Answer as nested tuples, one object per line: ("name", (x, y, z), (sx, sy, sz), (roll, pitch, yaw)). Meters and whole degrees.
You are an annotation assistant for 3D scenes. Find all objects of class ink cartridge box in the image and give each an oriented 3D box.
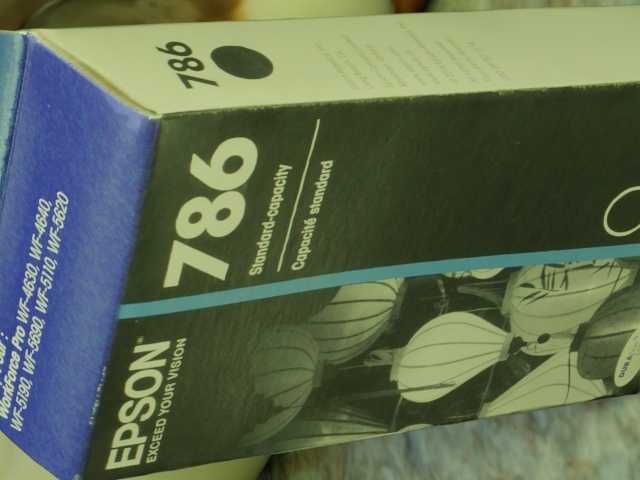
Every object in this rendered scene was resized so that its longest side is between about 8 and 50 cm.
("ink cartridge box", (0.000, 0.000, 0.685), (0.065, 0.332, 0.165), (54, 140, 43))

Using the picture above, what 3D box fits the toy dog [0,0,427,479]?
("toy dog", (-0.114, -0.024, 0.929), (0.395, 0.284, 0.408), (50, 137, 23))
